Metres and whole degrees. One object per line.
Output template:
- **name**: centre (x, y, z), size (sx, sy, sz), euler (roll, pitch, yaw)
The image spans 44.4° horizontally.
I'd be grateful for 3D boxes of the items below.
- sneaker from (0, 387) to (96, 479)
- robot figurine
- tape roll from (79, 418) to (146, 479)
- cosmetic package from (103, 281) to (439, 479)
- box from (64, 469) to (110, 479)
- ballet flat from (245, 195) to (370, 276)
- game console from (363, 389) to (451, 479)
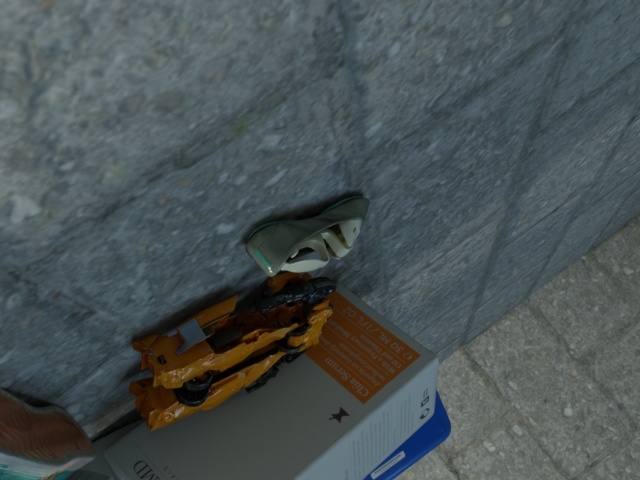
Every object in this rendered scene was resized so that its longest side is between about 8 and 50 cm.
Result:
- **sneaker**: centre (-0.342, 0.239, 0.841), size (0.121, 0.108, 0.302), euler (-39, 164, -9)
- **robot figurine**: centre (-0.106, 0.133, 1.042), size (0.291, 0.085, 0.211), euler (-24, 151, -33)
- **tape roll**: centre (-0.366, 0.424, 1.306), size (0.392, 0.072, 0.392), euler (-34, 162, -12)
- **cosmetic package**: centre (-0.058, 0.284, 1.171), size (0.453, 0.230, 0.161), euler (-35, 142, -27)
- **box**: centre (-0.360, 0.403, 0.984), size (0.182, 0.119, 0.181), euler (-59, 161, -79)
- **ballet flat**: centre (0.000, 0.000, 0.959), size (0.213, 0.068, 0.072), euler (-18, 154, -46)
- **game console**: centre (0.042, 0.297, 1.388), size (0.293, 0.250, 0.173), euler (-30, -165, -21)
